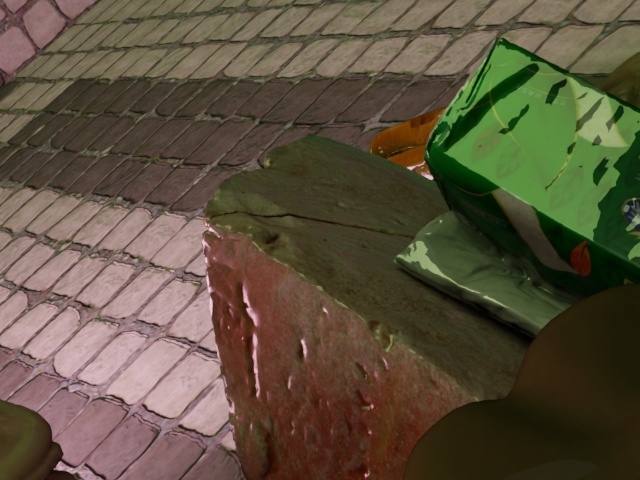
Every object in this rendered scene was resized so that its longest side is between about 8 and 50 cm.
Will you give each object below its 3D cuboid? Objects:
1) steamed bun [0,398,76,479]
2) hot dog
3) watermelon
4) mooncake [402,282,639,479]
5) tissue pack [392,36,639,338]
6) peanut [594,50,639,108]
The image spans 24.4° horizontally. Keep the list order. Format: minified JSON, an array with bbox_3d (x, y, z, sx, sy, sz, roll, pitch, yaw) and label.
[{"bbox_3d":[-0.260,0.247,1.117,0.268,0.207,0.280,112,170,-57],"label":"steamed bun"},{"bbox_3d":[0.132,-0.081,1.359,0.269,0.072,0.109,-14,34,43],"label":"hot dog"},{"bbox_3d":[0.032,0.096,1.052,0.292,0.319,0.222,-22,-42,-63],"label":"watermelon"},{"bbox_3d":[0.209,0.146,0.693,0.378,0.201,0.378,-29,26,15],"label":"mooncake"},{"bbox_3d":[0.170,0.001,0.951,0.209,0.148,0.156,32,83,26],"label":"tissue pack"},{"bbox_3d":[0.243,-0.065,1.092,0.313,0.152,0.152,-15,32,43],"label":"peanut"}]
